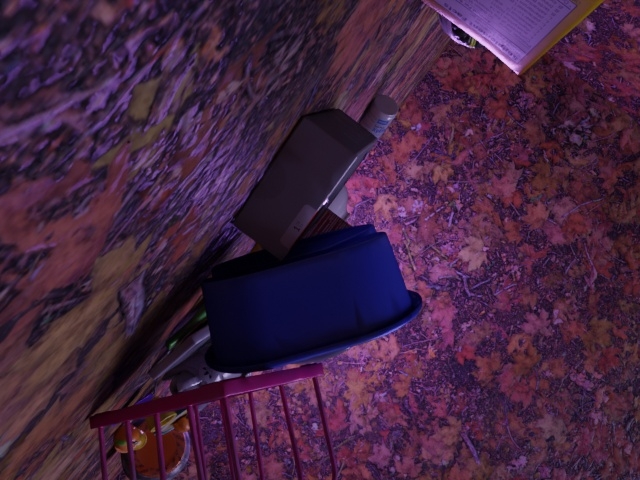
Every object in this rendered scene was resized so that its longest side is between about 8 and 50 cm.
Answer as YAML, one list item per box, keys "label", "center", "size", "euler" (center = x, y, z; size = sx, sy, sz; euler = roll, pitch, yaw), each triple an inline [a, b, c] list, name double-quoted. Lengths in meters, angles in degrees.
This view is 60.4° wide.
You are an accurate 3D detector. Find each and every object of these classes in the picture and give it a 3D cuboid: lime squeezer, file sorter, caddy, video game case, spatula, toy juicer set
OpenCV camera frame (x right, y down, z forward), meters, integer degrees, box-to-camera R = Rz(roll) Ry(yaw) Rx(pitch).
- label: "lime squeezer"
  center: [-0.157, 0.101, 1.058]
  size: [0.310, 0.058, 0.110]
  euler: [-33, 143, -42]
- label: "file sorter"
  center: [-0.149, 0.302, 0.784]
  size: [0.290, 0.182, 0.202]
  euler: [-22, 163, 33]
- label: "caddy"
  center: [-0.019, 0.099, 0.838]
  size: [0.341, 0.179, 0.241]
  euler: [-15, -171, -1]
- label: "video game case"
  center: [-0.233, 0.193, 1.091]
  size: [0.190, 0.022, 0.173]
  euler: [-41, 173, 39]
- label: "spatula"
  center: [-0.331, 0.277, 1.177]
  size: [0.296, 0.030, 0.084]
  euler: [-52, 177, -29]
- label: "toy juicer set"
  center: [-0.388, 0.471, 1.406]
  size: [0.209, 0.089, 0.329]
  euler: [-41, 165, 7]

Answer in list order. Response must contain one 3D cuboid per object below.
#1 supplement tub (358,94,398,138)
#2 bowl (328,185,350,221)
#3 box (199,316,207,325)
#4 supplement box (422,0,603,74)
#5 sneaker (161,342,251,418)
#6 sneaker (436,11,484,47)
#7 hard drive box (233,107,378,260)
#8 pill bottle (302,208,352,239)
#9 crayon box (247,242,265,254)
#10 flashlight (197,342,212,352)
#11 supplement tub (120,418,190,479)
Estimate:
- label: "supplement tub"
  center: [0.146, -0.313, 1.411]
  size: [0.071, 0.071, 0.107]
  euler: [-52, 180, -34]
- label: "bowl"
  center: [-0.016, -0.051, 1.435]
  size: [0.298, 0.134, 0.298]
  euler: [-52, 180, 0]
- label: "box"
  center: [-0.265, 0.201, 1.424]
  size: [0.109, 0.042, 0.178]
  euler: [-52, 179, 5]
- label: "supplement box"
  center: [0.257, -0.365, 0.576]
  size: [0.195, 0.194, 0.356]
  euler: [-52, 180, -4]
- label: "sneaker"
  center: [-0.282, 0.335, 1.383]
  size: [0.210, 0.137, 0.366]
  euler: [-31, 171, -26]
- label: "sneaker"
  center: [0.304, -0.504, 0.871]
  size: [0.385, 0.145, 0.147]
  euler: [-55, -150, 17]
- label: "hard drive box"
  center: [-0.014, -0.095, 0.823]
  size: [0.181, 0.089, 0.232]
  euler: [-53, 179, 21]
- label: "pill bottle"
  center: [0.000, 0.000, 1.081]
  size: [0.121, 0.221, 0.121]
  euler: [-52, 179, -1]
- label: "crayon box"
  center: [-0.096, 0.081, 1.240]
  size: [0.278, 0.165, 0.081]
  euler: [-53, 180, -4]
- label: "flashlight"
  center: [-0.325, 0.330, 1.621]
  size: [0.103, 0.103, 0.304]
  euler: [-52, -179, 36]
- label: "supplement tub"
  center: [-0.490, 0.623, 1.629]
  size: [0.194, 0.193, 0.316]
  euler: [-52, 180, -31]
